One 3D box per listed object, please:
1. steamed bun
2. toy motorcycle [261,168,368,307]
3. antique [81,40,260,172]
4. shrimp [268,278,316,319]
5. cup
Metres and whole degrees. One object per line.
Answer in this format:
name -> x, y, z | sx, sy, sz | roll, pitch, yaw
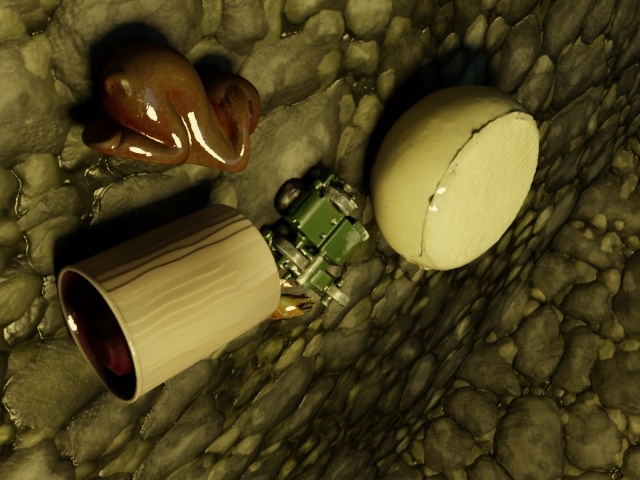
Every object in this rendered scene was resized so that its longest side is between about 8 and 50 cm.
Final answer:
steamed bun -> 0.245, -0.135, 1.398 | 0.374, 0.241, 0.374 | -27, 136, -30
toy motorcycle -> 0.000, 0.000, 1.338 | 0.205, 0.127, 0.275 | -51, 141, -6
antique -> -0.180, -0.176, 0.938 | 0.257, 0.121, 0.143 | 4, 108, -46
shrimp -> -0.100, 0.105, 1.271 | 0.132, 0.187, 0.051 | 83, 6, -61
cup -> -0.223, 0.108, 1.065 | 0.273, 0.208, 0.288 | -29, 140, -35
